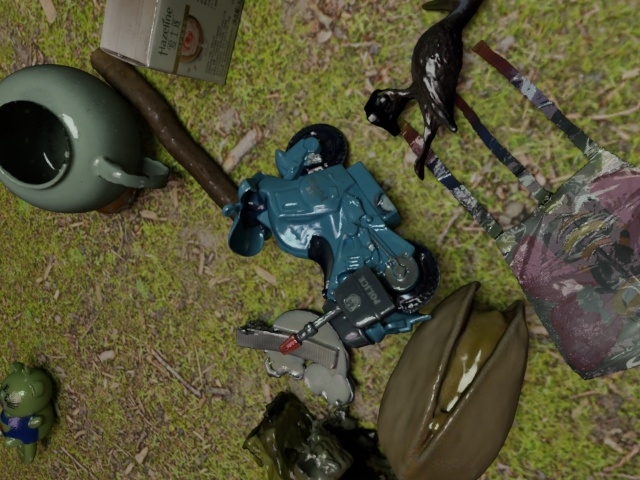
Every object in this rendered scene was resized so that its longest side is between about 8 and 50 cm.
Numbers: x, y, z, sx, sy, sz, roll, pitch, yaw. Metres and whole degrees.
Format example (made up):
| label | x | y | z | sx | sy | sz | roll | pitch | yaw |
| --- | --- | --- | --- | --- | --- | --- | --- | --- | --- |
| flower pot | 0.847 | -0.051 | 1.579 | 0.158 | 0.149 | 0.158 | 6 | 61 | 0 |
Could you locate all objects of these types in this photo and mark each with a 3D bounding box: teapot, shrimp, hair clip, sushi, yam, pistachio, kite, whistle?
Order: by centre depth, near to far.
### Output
| label | x | y | z | sx | sy | sz | roll | pitch | yaw |
| --- | --- | --- | --- | --- | --- | --- | --- | --- | --- |
| kite | 0.234 | -0.028 | 0.437 | 0.360 | 0.022 | 0.204 | 47 | 117 | 9 |
| pistachio | 0.138 | 0.152 | 0.452 | 0.126 | 0.152 | 0.223 | 26 | 91 | 21 |
| sushi | 0.033 | 0.307 | 0.538 | 0.291 | 0.139 | 0.131 | 38 | 106 | 15 |
| teapot | -0.340 | -0.128 | 0.572 | 0.294 | 0.129 | 0.193 | 21 | 107 | 0 |
| hair clip | -0.029 | 0.144 | 0.579 | 0.172 | 0.049 | 0.116 | 12 | 110 | 19 |
| yam | -0.198 | -0.142 | 0.597 | 0.045 | 0.045 | 0.327 | -43 | 82 | -1 |
| shrimp | -0.333 | -0.134 | 0.664 | 0.133 | 0.051 | 0.187 | -16 | 100 | 9 |
| whistle | -0.570 | 0.337 | 0.844 | 0.105 | 0.085 | 0.227 | 24 | 110 | 28 |

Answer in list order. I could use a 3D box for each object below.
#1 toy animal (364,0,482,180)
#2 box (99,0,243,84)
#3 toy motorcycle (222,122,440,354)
| label | x | y | z | sx | sy | sz | roll | pitch | yaw |
| --- | --- | --- | --- | --- | --- | --- | --- | --- | --- |
| toy animal | 0.113 | -0.171 | 0.437 | 0.105 | 0.070 | 0.202 | 33 | 104 | 22 |
| box | -0.154 | -0.292 | 0.495 | 0.081 | 0.135 | 0.199 | 24 | 109 | 19 |
| toy motorcycle | 0.000 | 0.000 | 0.483 | 0.182 | 0.123 | 0.272 | -36 | 66 | 5 |
